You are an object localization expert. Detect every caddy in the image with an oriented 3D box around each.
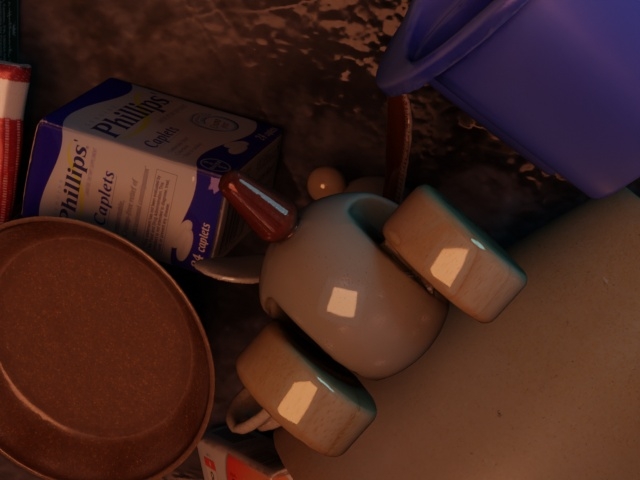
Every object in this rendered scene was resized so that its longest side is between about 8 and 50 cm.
[{"bbox_3d":[0.177,-0.187,1.060,0.179,0.241,0.341,43,92,-12],"label":"caddy"}]

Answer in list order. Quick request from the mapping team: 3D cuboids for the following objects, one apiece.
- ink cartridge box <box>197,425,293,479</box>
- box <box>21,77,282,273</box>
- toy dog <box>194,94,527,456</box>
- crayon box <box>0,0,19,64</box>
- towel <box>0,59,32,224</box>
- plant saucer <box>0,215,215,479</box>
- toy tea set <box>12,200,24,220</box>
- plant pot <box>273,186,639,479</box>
[{"bbox_3d":[-0.033,0.231,1.312,0.045,0.145,0.179,-11,100,-24],"label":"ink cartridge box"},{"bbox_3d":[-0.112,-0.047,1.242,0.137,0.126,0.072,17,112,11],"label":"box"},{"bbox_3d":[0.000,0.000,1.111,0.161,0.334,0.220,45,78,-9],"label":"toy dog"},{"bbox_3d":[-0.375,-0.169,1.286,0.323,0.083,0.203,7,110,9],"label":"crayon box"},{"bbox_3d":[-0.335,0.020,1.243,0.237,0.037,0.329,12,101,0],"label":"towel"},{"bbox_3d":[-0.157,0.071,1.204,0.199,0.036,0.198,7,114,16],"label":"plant saucer"},{"bbox_3d":[-0.249,0.078,1.320,0.336,0.124,0.200,-9,106,15],"label":"toy tea set"},{"bbox_3d":[0.153,0.105,1.200,0.256,0.256,0.274,40,96,-3],"label":"plant pot"}]
